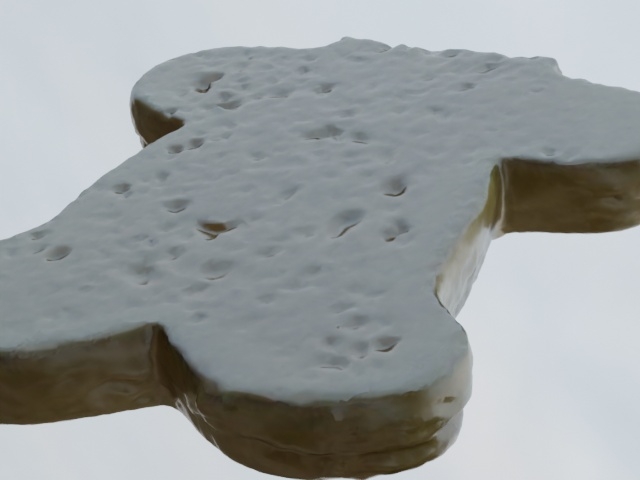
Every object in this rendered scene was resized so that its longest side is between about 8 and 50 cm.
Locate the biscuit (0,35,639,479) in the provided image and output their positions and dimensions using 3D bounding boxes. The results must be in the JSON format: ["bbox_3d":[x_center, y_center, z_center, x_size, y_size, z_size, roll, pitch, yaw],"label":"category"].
[{"bbox_3d":[0.000,0.000,1.018,0.368,0.394,0.076,8,-57,24],"label":"biscuit"}]
